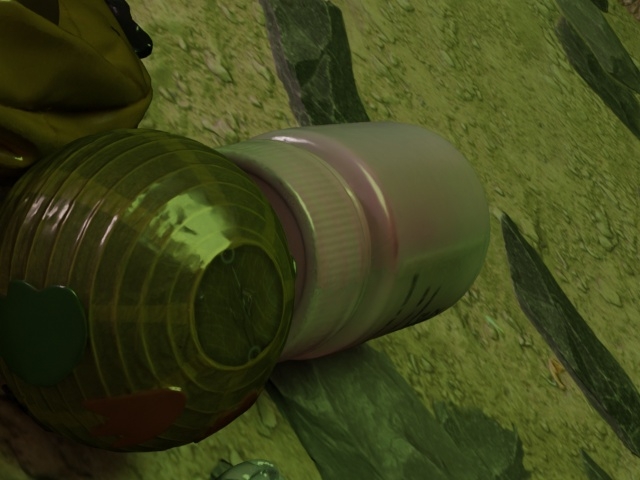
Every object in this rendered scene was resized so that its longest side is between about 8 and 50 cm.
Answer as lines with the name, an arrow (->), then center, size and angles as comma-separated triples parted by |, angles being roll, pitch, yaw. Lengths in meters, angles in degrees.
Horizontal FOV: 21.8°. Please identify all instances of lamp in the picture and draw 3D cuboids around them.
lamp -> -0.160, 0.034, 1.276 | 0.250, 0.284, 0.250 | -12, 106, -48

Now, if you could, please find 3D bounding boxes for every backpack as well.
backpack -> -0.297, -0.197, 1.358 | 0.353, 0.201, 0.378 | 56, 18, 22

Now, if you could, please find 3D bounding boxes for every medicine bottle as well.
medicine bottle -> 0.000, 0.000, 1.582 | 0.219, 0.219, 0.388 | 56, 24, 10

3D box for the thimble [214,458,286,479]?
thimble -> -0.063, 0.250, 1.250 | 0.127, 0.118, 0.151 | 47, 24, -5
